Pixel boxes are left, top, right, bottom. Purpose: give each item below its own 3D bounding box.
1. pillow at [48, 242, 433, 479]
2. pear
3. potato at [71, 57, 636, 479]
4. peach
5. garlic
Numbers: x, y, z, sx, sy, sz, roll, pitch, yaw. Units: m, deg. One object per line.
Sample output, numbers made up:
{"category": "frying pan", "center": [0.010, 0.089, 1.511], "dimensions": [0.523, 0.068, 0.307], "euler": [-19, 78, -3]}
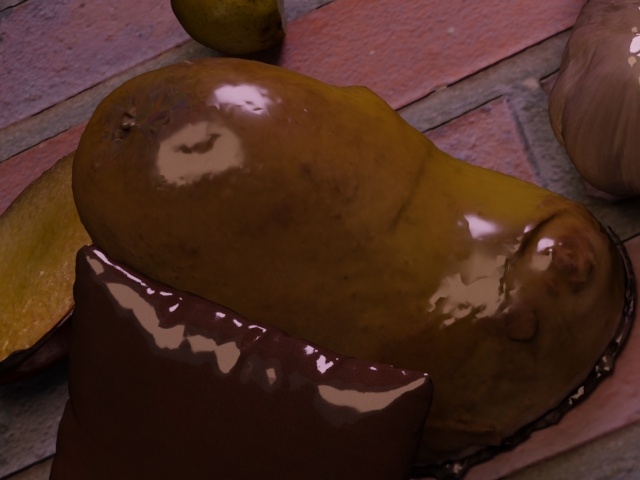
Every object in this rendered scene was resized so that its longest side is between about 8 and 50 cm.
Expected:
{"category": "pillow", "center": [-0.076, 0.185, 1.465], "dimensions": [0.308, 0.108, 0.305], "euler": [20, 111, 26]}
{"category": "pear", "center": [-0.088, -0.237, 1.827], "dimensions": [0.104, 0.141, 0.141], "euler": [-11, 53, 0]}
{"category": "potato", "center": [0.000, 0.000, 1.531], "dimensions": [0.397, 0.296, 0.290], "euler": [14, 68, 35]}
{"category": "peach", "center": [-0.228, 0.017, 1.778], "dimensions": [0.189, 0.068, 0.279], "euler": [26, 75, 45]}
{"category": "garlic", "center": [0.285, -0.130, 1.559], "dimensions": [0.228, 0.152, 0.228], "euler": [-13, 59, 23]}
